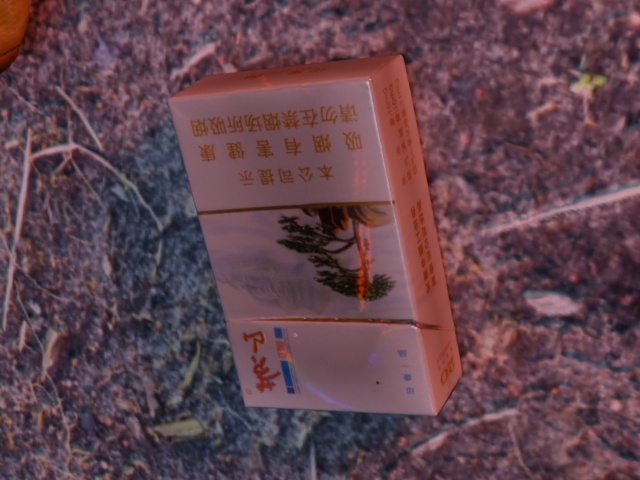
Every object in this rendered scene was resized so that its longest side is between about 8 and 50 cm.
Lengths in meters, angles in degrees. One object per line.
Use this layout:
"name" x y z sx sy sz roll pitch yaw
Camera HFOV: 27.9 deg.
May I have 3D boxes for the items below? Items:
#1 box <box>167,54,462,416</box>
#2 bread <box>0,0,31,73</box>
"box" 0.000 0.001 0.859 0.149 0.067 0.233 -1 112 29
"bread" -0.270 -0.238 0.839 0.132 0.167 0.294 39 130 36
